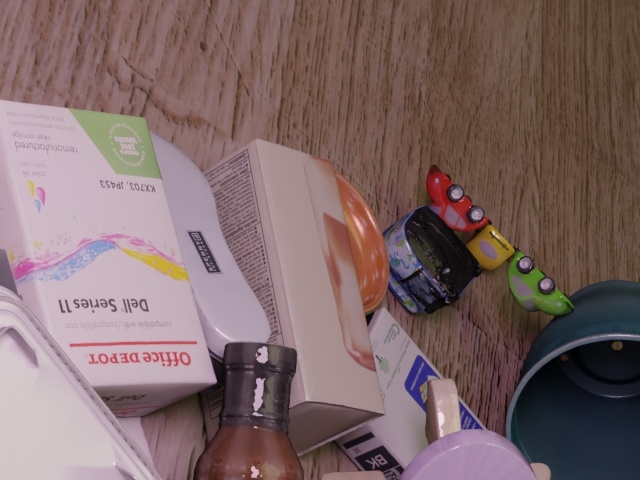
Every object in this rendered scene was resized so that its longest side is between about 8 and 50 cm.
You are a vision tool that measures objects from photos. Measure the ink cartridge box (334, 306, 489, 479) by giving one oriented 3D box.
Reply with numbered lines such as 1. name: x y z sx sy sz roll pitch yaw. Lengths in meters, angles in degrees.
1. ink cartridge box: 0.130 0.250 2.032 0.332 0.065 0.165 49 36 -14

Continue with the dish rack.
1. dish rack: -0.285 0.219 1.423 0.333 0.072 0.285 -44 104 -31

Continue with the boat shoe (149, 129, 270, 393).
1. boat shoe: -0.151 0.019 1.809 0.108 0.102 0.301 1 50 -45

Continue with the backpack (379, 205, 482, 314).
1. backpack: 0.123 0.025 2.158 0.114 0.084 0.105 54 36 -5

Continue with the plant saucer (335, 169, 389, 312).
1. plant saucer: 0.000 0.000 2.059 0.200 0.037 0.200 30 45 -34

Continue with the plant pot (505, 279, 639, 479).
1. plant pot: 0.377 0.180 2.236 0.271 0.272 0.255 51 22 -14

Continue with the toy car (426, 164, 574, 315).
1. toy car: 0.228 0.025 2.224 0.225 0.053 0.239 48 3 34

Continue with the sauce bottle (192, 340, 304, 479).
1. sauce bottle: -0.072 0.267 1.640 0.111 0.111 0.344 15 73 -46

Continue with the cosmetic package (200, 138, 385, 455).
1. cosmetic package: -0.049 0.064 1.858 0.129 0.153 0.296 15 57 -45

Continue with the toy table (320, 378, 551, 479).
1. toy table: 0.136 0.287 1.852 0.252 0.274 0.161 9 24 -14

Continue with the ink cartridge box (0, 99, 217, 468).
1. ink cartridge box: -0.226 0.057 1.663 0.207 0.119 0.353 2 67 -51
